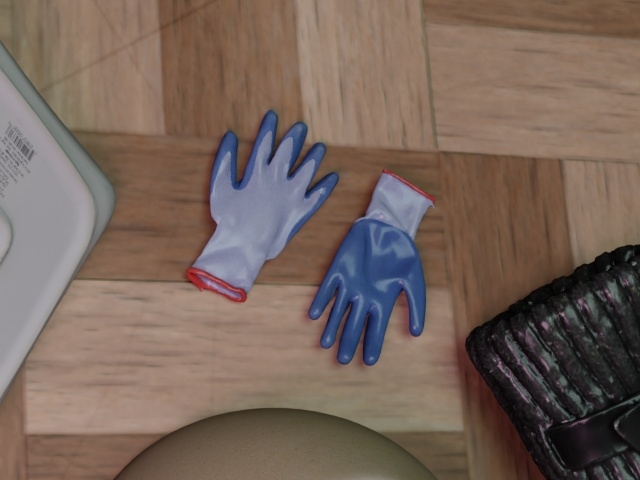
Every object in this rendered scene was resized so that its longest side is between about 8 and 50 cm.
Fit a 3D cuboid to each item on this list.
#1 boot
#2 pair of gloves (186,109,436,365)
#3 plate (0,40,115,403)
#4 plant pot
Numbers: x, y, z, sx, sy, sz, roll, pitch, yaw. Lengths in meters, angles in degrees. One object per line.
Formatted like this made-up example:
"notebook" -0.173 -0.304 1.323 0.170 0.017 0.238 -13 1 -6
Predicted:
"boot" 0.302 0.112 1.341 0.348 0.131 0.260 -22 83 -26
"pair of gloves" 0.000 0.000 1.311 0.198 0.023 0.159 29 67 -11
"plate" -0.238 0.000 1.102 0.278 0.045 0.277 -63 144 -26
"plant pot" -0.004 0.235 1.142 0.284 0.191 0.284 6 72 -21
